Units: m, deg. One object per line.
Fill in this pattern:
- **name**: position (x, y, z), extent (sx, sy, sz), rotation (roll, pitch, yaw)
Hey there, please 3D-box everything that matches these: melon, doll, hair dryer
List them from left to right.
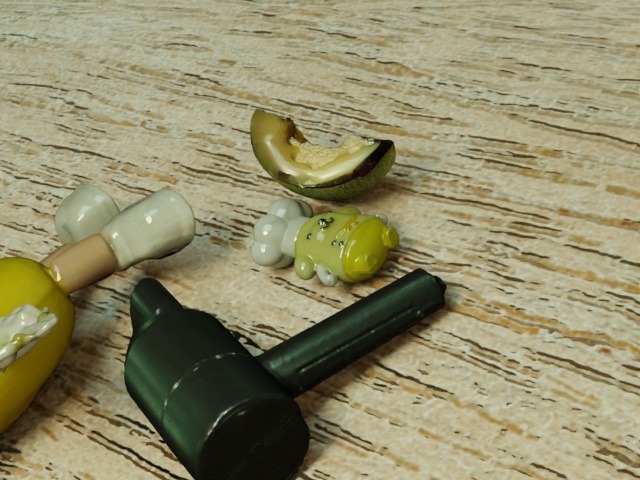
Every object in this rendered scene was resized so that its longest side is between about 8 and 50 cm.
- **doll**: position (-0.310, 0.085, 1.479), extent (0.348, 0.161, 0.423), rotation (-31, 12, 34)
- **hair dryer**: position (-0.034, 0.090, 1.389), extent (0.302, 0.116, 0.244), rotation (-27, 38, -16)
- **doll**: position (0.000, 0.000, 1.478), extent (0.162, 0.062, 0.106), rotation (10, 45, 38)
- **melon**: position (0.004, -0.073, 1.524), extent (0.160, 0.128, 0.079), rotation (13, 75, 25)
